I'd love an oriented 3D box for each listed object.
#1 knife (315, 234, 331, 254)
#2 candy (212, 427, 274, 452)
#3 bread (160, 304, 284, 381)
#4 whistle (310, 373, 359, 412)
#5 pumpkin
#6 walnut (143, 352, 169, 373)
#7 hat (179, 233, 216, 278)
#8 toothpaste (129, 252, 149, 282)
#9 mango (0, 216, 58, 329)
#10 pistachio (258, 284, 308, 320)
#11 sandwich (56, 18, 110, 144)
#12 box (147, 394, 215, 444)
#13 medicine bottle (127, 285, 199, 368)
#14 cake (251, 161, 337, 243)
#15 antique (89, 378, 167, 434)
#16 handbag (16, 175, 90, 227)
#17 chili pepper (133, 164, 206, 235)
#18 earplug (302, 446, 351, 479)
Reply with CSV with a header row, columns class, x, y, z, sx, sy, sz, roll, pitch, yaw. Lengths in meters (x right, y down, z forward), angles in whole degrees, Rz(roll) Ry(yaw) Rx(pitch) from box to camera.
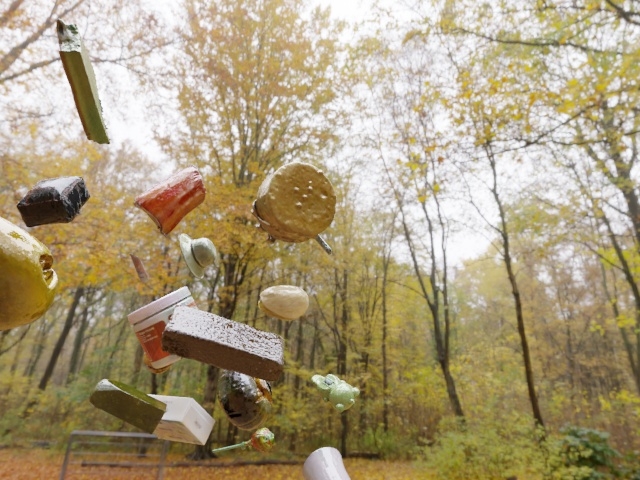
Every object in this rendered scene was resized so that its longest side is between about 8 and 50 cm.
class,x,y,z,sx,sy,sz,roll,pitch,yaw
knife,0.000,0.000,1.943,0.023,0.162,0.044,-23,-36,-26
candy,-0.219,0.569,1.188,0.200,0.061,0.060,-21,-31,18
bread,-0.326,0.356,1.470,0.415,0.165,0.113,20,-64,-10
whistle,0.042,0.527,1.496,0.227,0.105,0.085,9,-51,53
pumpkin,-0.354,0.737,2.019,0.192,0.321,0.320,-33,-30,2
walnut,-0.690,0.489,1.847,0.144,0.180,0.144,-2,-54,-3
hat,-0.623,0.064,2.253,0.129,0.258,0.257,-20,-27,3
toothpaste,-0.877,0.136,2.075,0.067,0.043,0.195,24,-39,18
mango,-0.792,0.052,0.987,0.365,0.253,0.182,48,-7,-11
pistachio,-0.137,0.238,1.650,0.200,0.145,0.117,7,-50,-29
sandwich,-0.611,-0.400,1.087,0.063,0.245,0.212,-15,-13,-18
box,-0.643,0.791,1.887,0.273,0.116,0.203,-5,-51,25
medicine bottle,-0.594,0.343,1.693,0.252,0.241,0.252,-27,3,1
cake,-0.133,-0.138,1.808,0.331,0.333,0.321,16,-19,-27
antique,-0.593,0.502,1.313,0.220,0.080,0.081,32,-14,-10
handbag,-0.968,-0.142,1.549,0.169,0.215,0.156,-4,-58,-4
chili pepper,-0.667,-0.178,1.966,0.229,0.305,0.251,51,-24,4
earplug,0.061,0.945,1.594,0.172,0.173,0.301,15,7,-25
